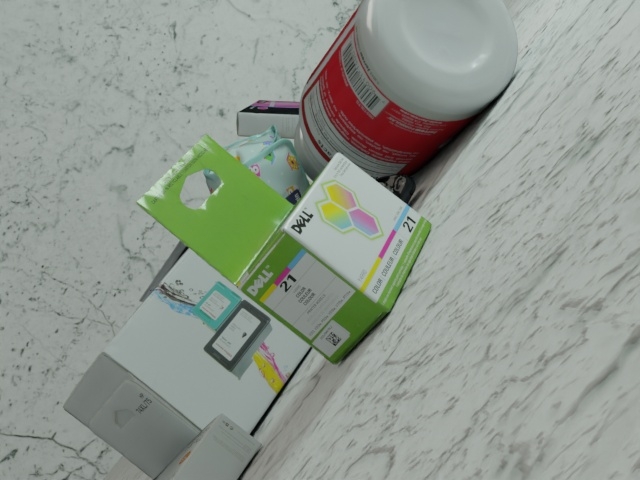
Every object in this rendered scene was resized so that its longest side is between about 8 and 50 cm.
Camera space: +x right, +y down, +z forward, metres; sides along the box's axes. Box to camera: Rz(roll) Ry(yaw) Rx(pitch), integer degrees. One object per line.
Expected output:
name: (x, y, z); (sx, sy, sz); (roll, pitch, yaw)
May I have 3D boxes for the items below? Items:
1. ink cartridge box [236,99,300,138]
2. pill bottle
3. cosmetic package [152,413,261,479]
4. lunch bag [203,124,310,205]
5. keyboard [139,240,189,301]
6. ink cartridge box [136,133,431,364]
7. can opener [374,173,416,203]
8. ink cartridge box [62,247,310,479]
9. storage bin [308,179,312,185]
ink cartridge box: (0.011, -0.268, 2.407); (0.176, 0.371, 0.069); (-52, -34, -70)
pill bottle: (0.103, -0.218, 1.589); (0.229, 0.229, 0.408); (-53, 4, -27)
cosmetic package: (-0.157, 0.282, 1.169); (0.239, 0.060, 0.099); (-48, 6, 48)
lunch bag: (-0.084, -0.050, 1.714); (0.160, 0.223, 0.262); (-23, 14, 0)
keyboard: (-0.187, 0.018, 1.420); (0.072, 0.014, 0.256); (-50, 2, -32)
ink cartridge box: (-0.032, -0.024, 1.091); (0.097, 0.255, 0.189); (-49, 5, 34)
can opener: (0.069, -0.013, 1.449); (0.059, 0.073, 0.186); (29, 82, 47)
ink cartridge box: (-0.149, 0.144, 1.343); (0.270, 0.197, 0.198); (-53, 4, -38)
storage bin: (-0.077, -0.103, 2.432); (0.123, 0.262, 0.260); (-50, 3, 1)
